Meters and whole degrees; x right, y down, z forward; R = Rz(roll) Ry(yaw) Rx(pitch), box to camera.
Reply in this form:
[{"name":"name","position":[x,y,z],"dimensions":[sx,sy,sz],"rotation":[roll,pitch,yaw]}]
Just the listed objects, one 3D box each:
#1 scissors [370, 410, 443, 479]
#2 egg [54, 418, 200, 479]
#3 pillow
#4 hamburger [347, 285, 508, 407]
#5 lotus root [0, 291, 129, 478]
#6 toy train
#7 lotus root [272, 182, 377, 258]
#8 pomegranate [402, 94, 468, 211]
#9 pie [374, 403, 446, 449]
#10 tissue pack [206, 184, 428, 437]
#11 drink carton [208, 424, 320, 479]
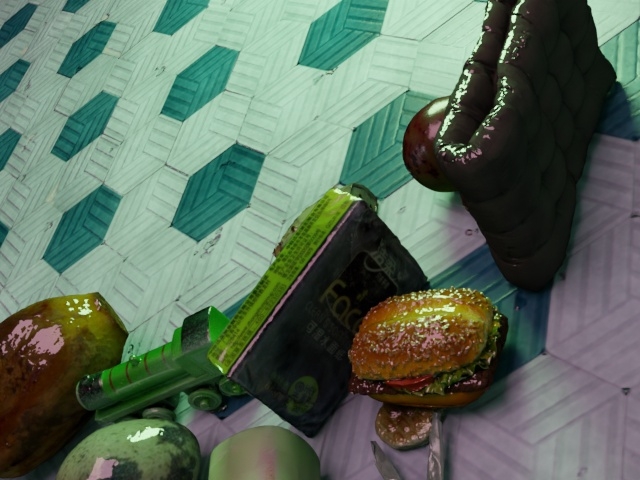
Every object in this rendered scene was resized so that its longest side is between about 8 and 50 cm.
[{"name":"scissors","position":[0.100,0.276,0.820],"dimensions":[0.144,0.017,0.247],"rotation":[-29,44,19]},{"name":"egg","position":[-0.221,0.277,1.025],"dimensions":[0.182,0.141,0.141],"rotation":[-35,38,-1]},{"name":"pillow","position":[0.222,-0.139,0.939],"dimensions":[0.101,0.228,0.326],"rotation":[3,57,37]},{"name":"hamburger","position":[0.105,0.101,0.916],"dimensions":[0.166,0.087,0.137],"rotation":[-8,32,30]},{"name":"lotus root","position":[-0.386,0.190,1.243],"dimensions":[0.291,0.193,0.193],"rotation":[-49,37,7]},{"name":"toy train","position":[-0.193,0.171,1.119],"dimensions":[0.251,0.119,0.085],"rotation":[-25,43,22]},{"name":"lotus root","position":[-0.002,-0.001,1.142],"dimensions":[0.144,0.070,0.143],"rotation":[-25,41,24]},{"name":"pomegranate","position":[0.157,-0.097,1.050],"dimensions":[0.129,0.129,0.159],"rotation":[-12,57,35]},{"name":"pie","position":[0.093,0.179,0.928],"dimensions":[0.084,0.020,0.084],"rotation":[-24,41,23]},{"name":"tissue pack","position":[0.001,0.082,0.979],"dimensions":[0.073,0.173,0.235],"rotation":[26,73,44]},{"name":"drink carton","position":[-0.059,0.273,0.888],"dimensions":[0.146,0.144,0.142],"rotation":[-28,34,20]}]
